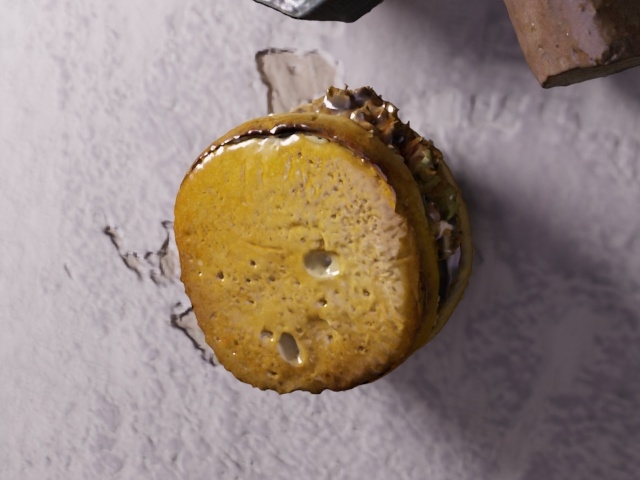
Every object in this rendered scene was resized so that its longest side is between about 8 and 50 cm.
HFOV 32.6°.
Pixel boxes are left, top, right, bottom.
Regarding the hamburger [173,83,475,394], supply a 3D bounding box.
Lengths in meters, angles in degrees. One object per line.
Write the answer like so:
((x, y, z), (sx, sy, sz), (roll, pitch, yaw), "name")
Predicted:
((0.006, -0.006, 0.687), (0.181, 0.118, 0.191), (16, 113, 18), "hamburger")

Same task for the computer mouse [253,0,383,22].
((-0.027, -0.230, 0.672), (0.231, 0.071, 0.126), (49, 133, 18), "computer mouse")

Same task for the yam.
((0.138, -0.151, 0.607), (0.084, 0.084, 0.127), (-16, 93, 28), "yam")
